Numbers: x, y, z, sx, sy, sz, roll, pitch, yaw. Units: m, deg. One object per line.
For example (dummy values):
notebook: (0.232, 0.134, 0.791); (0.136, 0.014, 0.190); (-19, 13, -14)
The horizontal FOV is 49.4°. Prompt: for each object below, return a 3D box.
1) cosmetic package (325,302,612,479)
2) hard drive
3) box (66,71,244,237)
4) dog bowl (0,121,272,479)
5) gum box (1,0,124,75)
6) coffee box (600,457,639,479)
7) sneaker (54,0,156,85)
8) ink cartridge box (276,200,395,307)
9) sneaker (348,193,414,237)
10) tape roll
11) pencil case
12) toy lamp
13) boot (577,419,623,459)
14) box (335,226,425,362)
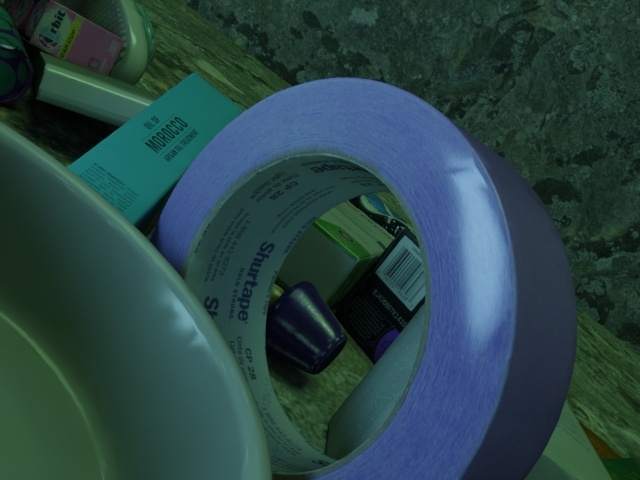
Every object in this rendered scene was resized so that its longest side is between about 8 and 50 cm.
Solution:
cosmetic package: (0.103, 0.168, 0.528); (0.151, 0.151, 0.183); (36, 14, -4)
hard drive: (-0.186, -0.149, 0.848); (0.307, 0.040, 0.203); (16, 11, -28)
box: (-0.147, -0.045, 0.558); (0.060, 0.100, 0.244); (37, 33, -7)
dog bowl: (-0.162, 0.049, 0.283); (0.349, 0.102, 0.349); (43, 12, -12)
gum box: (-0.358, -0.287, 0.941); (0.107, 0.062, 0.188); (23, 8, -44)
coffee box: (0.267, 0.272, 0.690); (0.184, 0.040, 0.113); (4, 29, -22)
sneaker: (-0.309, -0.325, 1.098); (0.150, 0.135, 0.366); (21, 23, -40)
ink cartridge box: (0.000, 0.000, 0.912); (0.160, 0.092, 0.219); (40, 15, 15)
sneaker: (0.057, -0.023, 1.120); (0.330, 0.130, 0.147); (49, 4, 27)
tape roll: (0.005, 0.046, 0.426); (0.090, 0.275, 0.275); (18, 24, -49)
pencil case: (-0.361, -0.213, 0.766); (0.151, 0.064, 0.070); (51, -5, 44)
toy lamp: (-0.089, 0.022, 0.678); (0.275, 0.080, 0.080); (41, 15, 19)
boot: (0.385, 0.303, 0.878); (0.295, 0.104, 0.211); (18, 24, -42)
box: (0.178, 0.111, 0.897); (0.270, 0.143, 0.165); (20, 23, -51)
